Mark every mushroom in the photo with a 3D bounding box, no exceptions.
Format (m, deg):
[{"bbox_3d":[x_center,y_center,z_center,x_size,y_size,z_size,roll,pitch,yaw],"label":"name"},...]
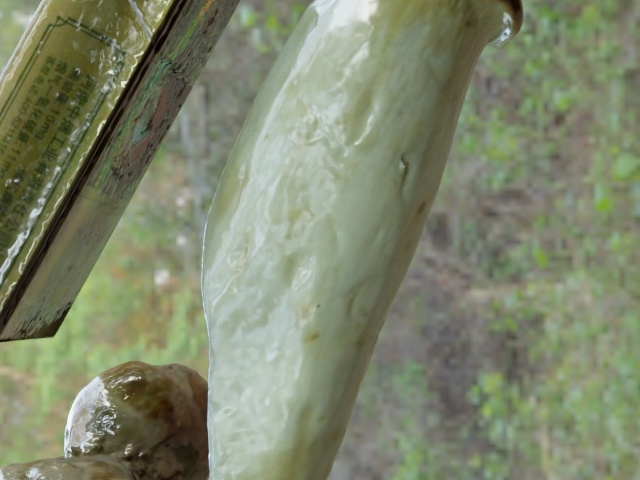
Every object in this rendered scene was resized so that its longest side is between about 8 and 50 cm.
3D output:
[{"bbox_3d":[-0.003,-0.002,0.905,0.087,0.107,0.333,-27,-40,-82],"label":"mushroom"}]

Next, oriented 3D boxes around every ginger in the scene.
[{"bbox_3d":[-0.152,0.276,1.389,0.176,0.256,0.375,76,172,-55],"label":"ginger"}]

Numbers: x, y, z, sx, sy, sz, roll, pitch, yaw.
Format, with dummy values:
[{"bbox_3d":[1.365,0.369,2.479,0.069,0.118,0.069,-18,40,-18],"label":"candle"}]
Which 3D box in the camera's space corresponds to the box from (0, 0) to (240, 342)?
[{"bbox_3d":[-0.125,-0.063,0.959,0.240,0.071,0.159,-61,-6,1],"label":"box"}]
